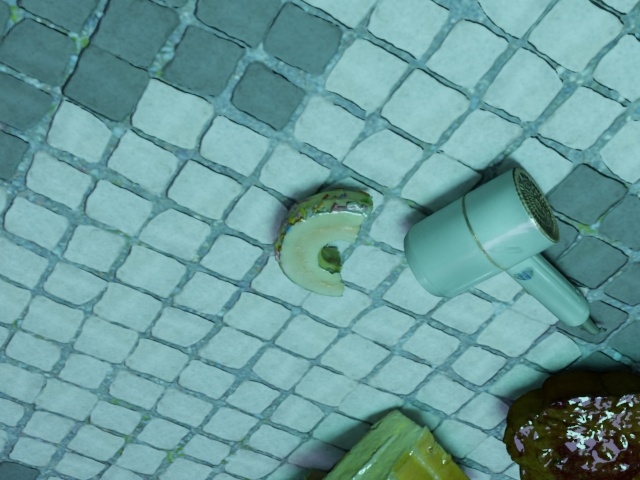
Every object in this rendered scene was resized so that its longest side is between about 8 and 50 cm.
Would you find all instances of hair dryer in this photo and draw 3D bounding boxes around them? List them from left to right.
[{"bbox_3d":[0.278,0.057,1.189,0.173,0.108,0.357,-30,131,28],"label":"hair dryer"}]

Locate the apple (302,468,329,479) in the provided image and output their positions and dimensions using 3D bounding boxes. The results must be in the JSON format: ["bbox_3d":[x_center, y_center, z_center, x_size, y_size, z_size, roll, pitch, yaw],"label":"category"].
[{"bbox_3d":[0.002,0.511,1.550,0.207,0.174,0.188,0,136,-20],"label":"apple"}]

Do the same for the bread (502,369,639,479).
[{"bbox_3d":[0.398,0.302,1.344,0.246,0.135,0.232,-9,113,9],"label":"bread"}]

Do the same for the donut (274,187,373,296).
[{"bbox_3d":[-0.003,-0.003,1.153,0.108,0.065,0.166,11,132,-8],"label":"donut"}]

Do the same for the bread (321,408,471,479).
[{"bbox_3d":[0.124,0.426,1.433,0.239,0.111,0.246,-45,124,-11],"label":"bread"}]
